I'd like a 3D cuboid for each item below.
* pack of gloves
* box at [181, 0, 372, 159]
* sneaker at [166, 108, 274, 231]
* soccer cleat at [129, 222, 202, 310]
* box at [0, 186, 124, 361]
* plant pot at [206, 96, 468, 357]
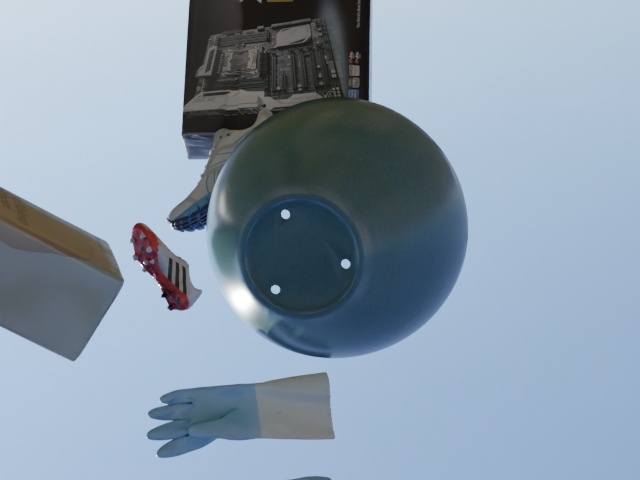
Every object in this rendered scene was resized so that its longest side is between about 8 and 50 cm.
[{"bbox_3d":[-0.085,0.261,2.233,0.232,0.195,0.046,-6,173,-17],"label":"pack of gloves"},{"bbox_3d":[-0.052,-0.256,2.518,0.242,0.307,0.076,0,155,4],"label":"box"},{"bbox_3d":[-0.115,-0.086,2.307,0.190,0.083,0.071,-38,165,-10],"label":"sneaker"},{"bbox_3d":[-0.129,0.020,1.599,0.029,0.083,0.035,-28,-175,45],"label":"soccer cleat"},{"bbox_3d":[-0.399,0.006,2.255,0.311,0.121,0.148,28,-169,-25],"label":"box"},{"bbox_3d":[0.000,0.000,2.053,0.290,0.290,0.195,-4,-171,13],"label":"plant pot"}]
